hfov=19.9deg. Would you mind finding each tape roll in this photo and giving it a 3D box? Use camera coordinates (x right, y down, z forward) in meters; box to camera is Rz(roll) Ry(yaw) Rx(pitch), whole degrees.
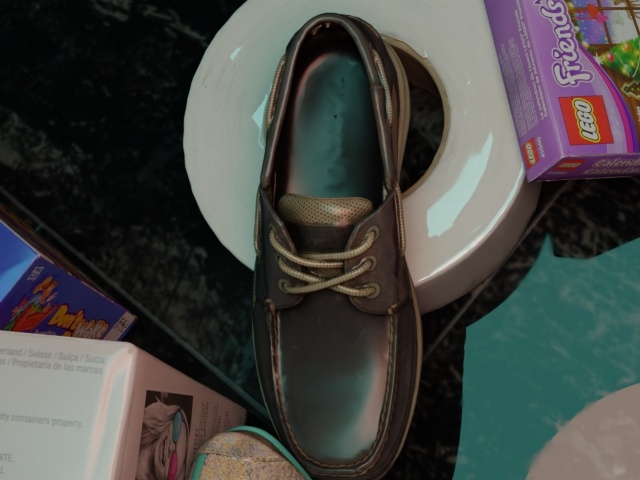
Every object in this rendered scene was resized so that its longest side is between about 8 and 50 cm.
[{"bbox_3d":[0.038,-0.081,1.461,0.286,0.100,0.286,-3,75,12],"label":"tape roll"}]

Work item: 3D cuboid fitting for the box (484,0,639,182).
[{"bbox_3d":[0.225,-0.192,1.417,0.200,0.057,0.293,-4,72,-26],"label":"box"}]

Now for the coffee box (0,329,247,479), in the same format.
[{"bbox_3d":[-0.270,0.248,1.320,0.337,0.334,0.338,5,79,13],"label":"coffee box"}]

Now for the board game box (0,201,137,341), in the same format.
[{"bbox_3d":[-0.327,-0.035,1.458,0.347,0.233,0.078,38,86,18],"label":"board game box"}]

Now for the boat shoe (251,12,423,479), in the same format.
[{"bbox_3d":[0.000,0.000,1.328,0.132,0.130,0.356,-6,75,11],"label":"boat shoe"}]

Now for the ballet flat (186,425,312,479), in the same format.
[{"bbox_3d":[0.010,0.270,1.308,0.316,0.107,0.106,44,48,-14],"label":"ballet flat"}]
